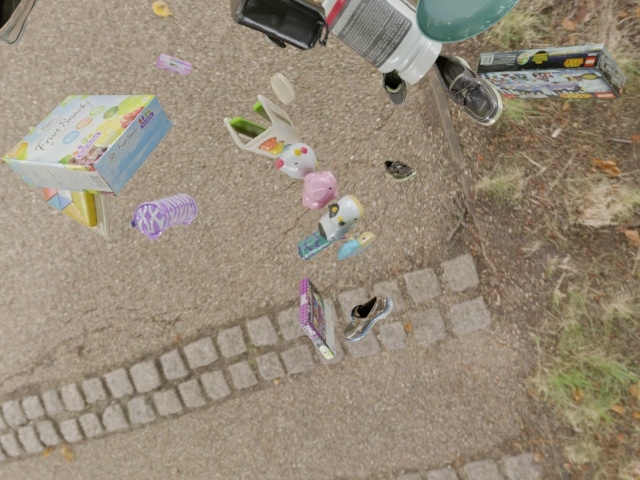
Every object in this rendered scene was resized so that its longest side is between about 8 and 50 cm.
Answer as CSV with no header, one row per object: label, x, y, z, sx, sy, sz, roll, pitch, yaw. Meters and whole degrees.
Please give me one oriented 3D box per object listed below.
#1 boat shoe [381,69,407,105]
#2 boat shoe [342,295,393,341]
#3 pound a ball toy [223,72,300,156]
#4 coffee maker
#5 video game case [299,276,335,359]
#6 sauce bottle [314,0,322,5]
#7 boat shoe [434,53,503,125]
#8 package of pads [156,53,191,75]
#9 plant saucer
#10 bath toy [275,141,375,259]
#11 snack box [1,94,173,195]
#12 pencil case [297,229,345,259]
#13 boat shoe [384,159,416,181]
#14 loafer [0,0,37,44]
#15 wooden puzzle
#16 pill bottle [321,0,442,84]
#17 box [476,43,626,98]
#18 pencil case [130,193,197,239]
boat shoe,0.232,-0.504,1.473,0.080,0.074,0.223,-2,153,15
boat shoe,0.116,0.211,1.284,0.066,0.066,0.183,32,114,-29
pound a ball toy,-0.125,-0.331,1.317,0.208,0.319,0.136,-31,89,11
coffee maker,-0.087,-0.490,0.976,0.178,0.171,0.120,8,103,-32
video game case,-0.011,0.282,1.682,0.041,0.232,0.210,-24,122,14
sauce bottle,-0.051,-0.755,1.454,0.128,0.042,0.042,38,116,23
boat shoe,0.400,-0.427,1.287,0.092,0.285,0.103,5,139,-32
package of pads,-0.391,-0.468,1.228,0.083,0.050,0.032,8,94,-31
plant saucer,0.147,-0.249,0.452,0.119,0.119,0.021,-25,67,21
bath toy,0.002,-0.114,1.193,0.151,0.129,0.348,-43,73,33
snack box,-0.383,-0.164,0.765,0.207,0.175,0.070,6,143,23
pencil case,0.000,0.000,1.367,0.151,0.070,0.065,-32,80,31
boat shoe,0.223,-0.206,1.338,0.056,0.152,0.049,-37,112,-11
loafer,-0.422,-0.332,0.632,0.045,0.039,0.125,26,105,-2
wooden puzzle,-0.588,-0.125,1.082,0.220,0.044,0.239,26,132,17
pill bottle,0.158,-0.561,1.212,0.318,0.176,0.176,32,115,-15
box,0.267,-0.193,0.540,0.137,0.094,0.027,18,97,46
pencil case,-0.376,-0.064,1.142,0.086,0.206,0.088,-15,100,13
